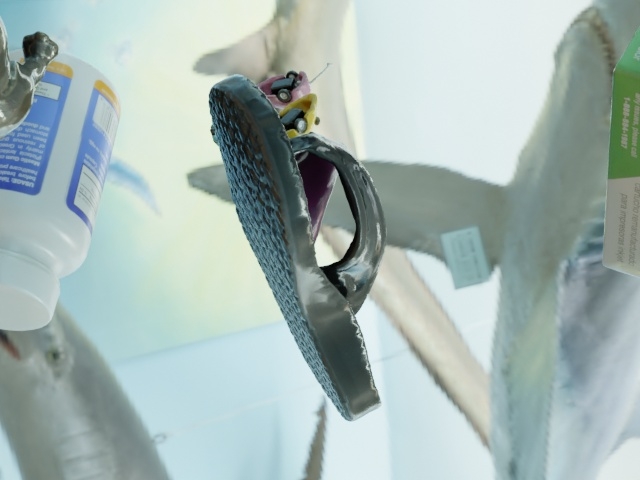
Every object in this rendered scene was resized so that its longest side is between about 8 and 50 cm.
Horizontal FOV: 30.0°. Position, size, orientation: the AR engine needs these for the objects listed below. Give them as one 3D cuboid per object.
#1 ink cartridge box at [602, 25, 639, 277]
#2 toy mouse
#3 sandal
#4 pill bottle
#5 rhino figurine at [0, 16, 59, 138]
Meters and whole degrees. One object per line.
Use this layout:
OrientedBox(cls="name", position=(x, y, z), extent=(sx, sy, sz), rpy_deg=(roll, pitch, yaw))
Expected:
OrientedBox(cls="ink cartridge box", position=(0.339, -0.039, 0.781), extent=(0.278, 0.117, 0.201), rpy_deg=(20, -34, 25))
OrientedBox(cls="toy mouse", position=(-0.055, -0.120, 1.159), extent=(0.143, 0.161, 0.031), rpy_deg=(7, -43, 41))
OrientedBox(cls="sandal", position=(-0.001, -0.001, 1.098), extent=(0.167, 0.107, 0.446), rpy_deg=(54, -11, 37))
OrientedBox(cls="pill bottle", position=(-0.306, -0.051, 1.247), extent=(0.152, 0.152, 0.272), rpy_deg=(134, -31, -56))
OrientedBox(cls="rhino figurine", position=(-0.238, -0.150, 0.710), extent=(0.243, 0.073, 0.106), rpy_deg=(66, 27, -53))
